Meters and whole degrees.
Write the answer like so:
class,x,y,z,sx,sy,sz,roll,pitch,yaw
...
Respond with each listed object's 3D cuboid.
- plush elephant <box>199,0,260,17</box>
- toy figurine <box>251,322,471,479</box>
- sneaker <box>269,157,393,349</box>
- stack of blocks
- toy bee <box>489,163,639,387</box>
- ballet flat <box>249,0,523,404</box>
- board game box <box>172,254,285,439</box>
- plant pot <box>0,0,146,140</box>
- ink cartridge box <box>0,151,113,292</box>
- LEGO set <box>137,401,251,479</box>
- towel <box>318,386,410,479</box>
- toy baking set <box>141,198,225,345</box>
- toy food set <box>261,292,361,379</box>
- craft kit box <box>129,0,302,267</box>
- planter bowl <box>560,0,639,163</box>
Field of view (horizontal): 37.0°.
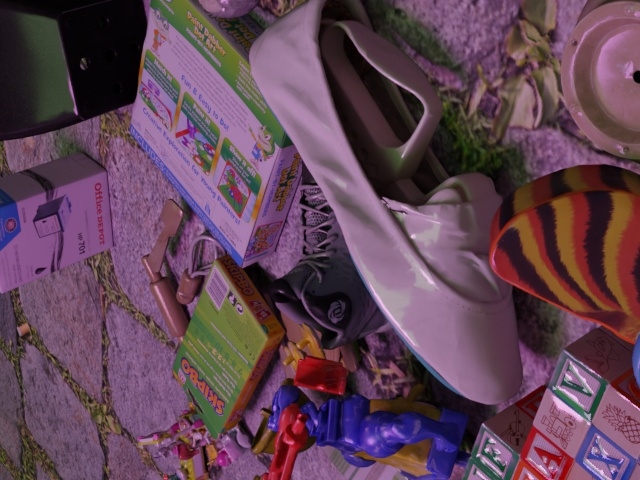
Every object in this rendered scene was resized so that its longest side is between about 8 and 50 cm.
class,x,y,z,sx,sy,sz,roll,pitch,yaw
plush elephant,-0.125,-0.337,0.783,0.272,0.255,0.330,10,117,50
toy figurine,0.048,0.222,0.945,0.362,0.217,0.191,117,165,-69
sneaker,0.000,0.000,0.922,0.086,0.132,0.228,-6,105,54
stack of blocks,0.217,0.203,0.793,0.171,0.087,0.297,40,138,33
toy bee,0.263,0.029,0.602,0.162,0.298,0.195,-52,27,23
ballet flat,0.072,-0.052,0.815,0.400,0.139,0.139,59,145,15
board game box,-0.124,0.143,1.212,0.124,0.039,0.259,54,140,23
plant pot,-0.310,-0.228,1.174,0.167,0.188,0.187,10,117,35
ink cartridge box,-0.405,-0.029,1.388,0.082,0.191,0.139,32,133,37
LEGO set,-0.205,0.322,1.399,0.132,0.107,0.287,54,143,18
towel,0.051,0.247,1.100,0.152,0.023,0.113,48,144,21
toy baking set,-0.165,0.067,1.271,0.197,0.030,0.256,-15,103,49
toy food set,-0.003,0.094,1.073,0.192,0.038,0.132,-25,83,63
craft kit box,-0.115,-0.139,1.065,0.250,0.061,0.246,49,144,23
planter bowl,0.219,-0.109,0.592,0.162,0.109,0.162,31,133,40
